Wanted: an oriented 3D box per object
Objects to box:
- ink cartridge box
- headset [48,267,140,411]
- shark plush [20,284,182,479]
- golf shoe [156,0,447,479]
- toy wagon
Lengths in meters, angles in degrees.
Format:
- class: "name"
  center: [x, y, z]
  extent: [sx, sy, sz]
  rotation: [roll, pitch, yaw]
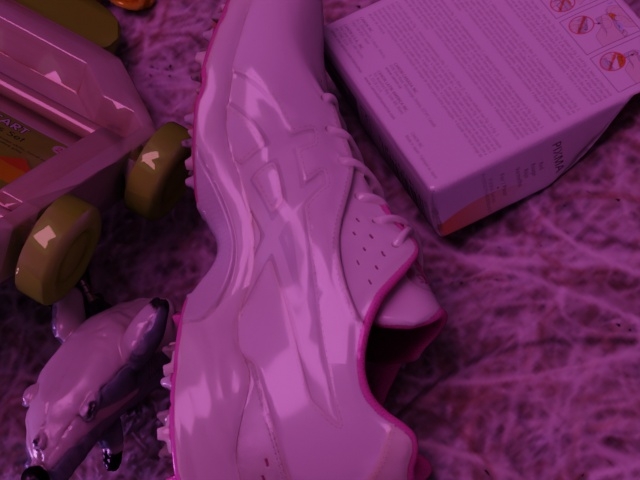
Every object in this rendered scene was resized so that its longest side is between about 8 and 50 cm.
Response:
- class: "ink cartridge box"
  center: [0.108, -0.096, 1.048]
  extent: [0.179, 0.045, 0.145]
  rotation: [-23, 50, -10]
- class: "headset"
  center: [-0.305, 0.084, 1.029]
  extent: [0.394, 0.243, 0.185]
  rotation: [-20, 61, -16]
- class: "shark plush"
  center: [-0.110, 0.092, 0.981]
  extent: [0.073, 0.067, 0.161]
  rotation: [-3, 50, 28]
- class: "golf shoe"
  center: [0.000, 0.000, 0.994]
  extent: [0.140, 0.115, 0.306]
  rotation: [-2, 71, 15]
- class: "toy wagon"
  center: [-0.201, -0.083, 1.078]
  extent: [0.267, 0.344, 0.068]
  rotation: [29, 120, 11]
